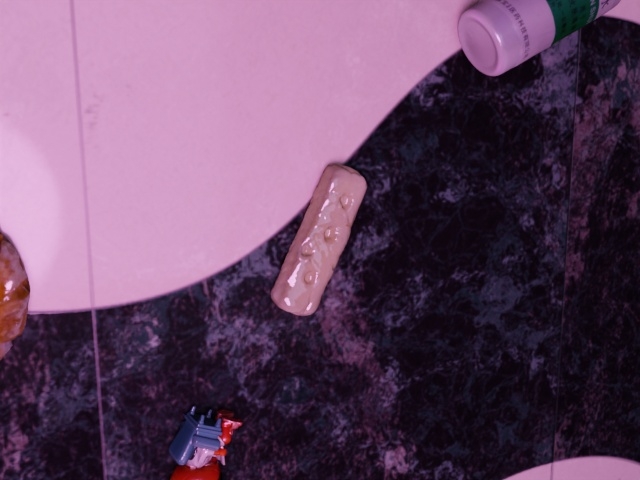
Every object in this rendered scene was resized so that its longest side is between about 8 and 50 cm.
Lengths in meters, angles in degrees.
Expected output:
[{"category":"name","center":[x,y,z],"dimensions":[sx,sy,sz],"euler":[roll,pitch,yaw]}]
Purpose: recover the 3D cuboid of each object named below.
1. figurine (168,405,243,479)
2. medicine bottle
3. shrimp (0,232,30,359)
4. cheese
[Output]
[{"category":"figurine","center":[-0.147,0.273,0.984],"dimensions":[0.075,0.068,0.140],"euler":[13,94,-28]},{"category":"medicine bottle","center":[0.300,-0.305,1.034],"dimensions":[0.260,0.095,0.095],"euler":[-32,112,-15]},{"category":"shrimp","center":[-0.477,0.057,0.799],"dimensions":[0.365,0.071,0.233],"euler":[10,103,-30]},{"category":"cheese","center":[0.000,0.000,1.002],"dimensions":[0.065,0.043,0.193],"euler":[21,91,-31]}]
